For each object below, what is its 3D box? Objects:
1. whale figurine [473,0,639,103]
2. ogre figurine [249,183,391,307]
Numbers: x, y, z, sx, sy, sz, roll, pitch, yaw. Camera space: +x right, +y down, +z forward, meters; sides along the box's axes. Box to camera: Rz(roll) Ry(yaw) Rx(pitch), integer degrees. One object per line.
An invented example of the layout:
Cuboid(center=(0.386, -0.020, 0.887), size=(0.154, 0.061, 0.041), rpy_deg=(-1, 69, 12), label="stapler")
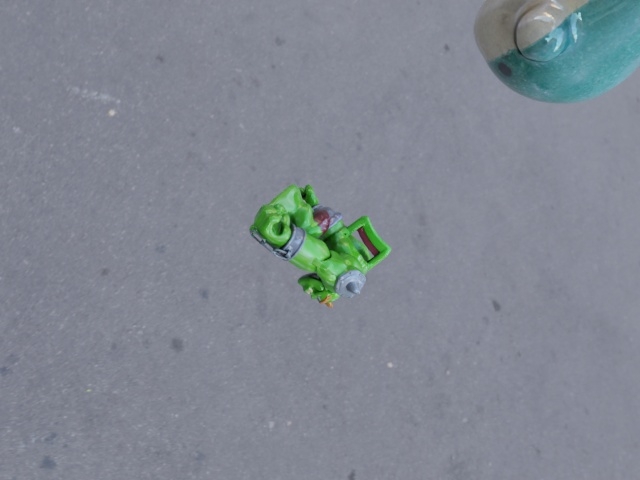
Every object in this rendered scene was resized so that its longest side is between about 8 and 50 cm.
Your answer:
Cuboid(center=(0.258, -0.205, 0.525), size=(0.216, 0.272, 0.141), rpy_deg=(-40, 102, -17), label="whale figurine")
Cuboid(center=(0.000, 0.000, 0.613), size=(0.118, 0.197, 0.097), rpy_deg=(42, 83, 0), label="ogre figurine")
